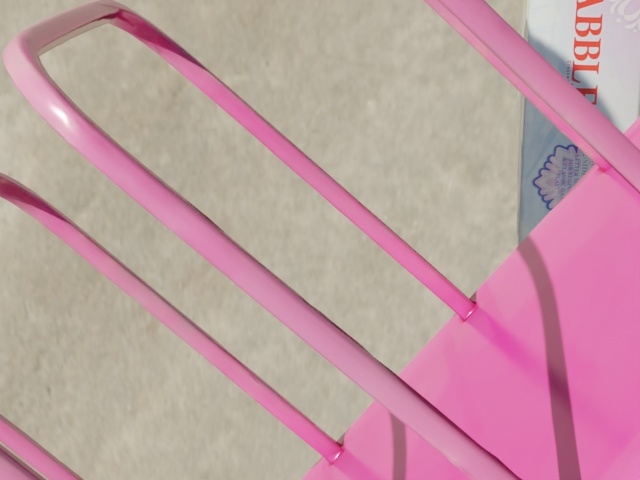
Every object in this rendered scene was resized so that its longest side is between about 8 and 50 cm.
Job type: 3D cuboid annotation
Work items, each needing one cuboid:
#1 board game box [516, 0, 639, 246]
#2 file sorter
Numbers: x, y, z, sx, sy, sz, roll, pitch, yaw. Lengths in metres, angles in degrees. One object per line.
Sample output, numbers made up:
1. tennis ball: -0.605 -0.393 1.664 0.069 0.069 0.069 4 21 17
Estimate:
1. board game box: 0.154 -0.203 0.897 0.065 0.318 0.319 3 26 6
2. file sorter: 0.000 0.000 0.400 0.182 0.202 0.291 40 99 -10
